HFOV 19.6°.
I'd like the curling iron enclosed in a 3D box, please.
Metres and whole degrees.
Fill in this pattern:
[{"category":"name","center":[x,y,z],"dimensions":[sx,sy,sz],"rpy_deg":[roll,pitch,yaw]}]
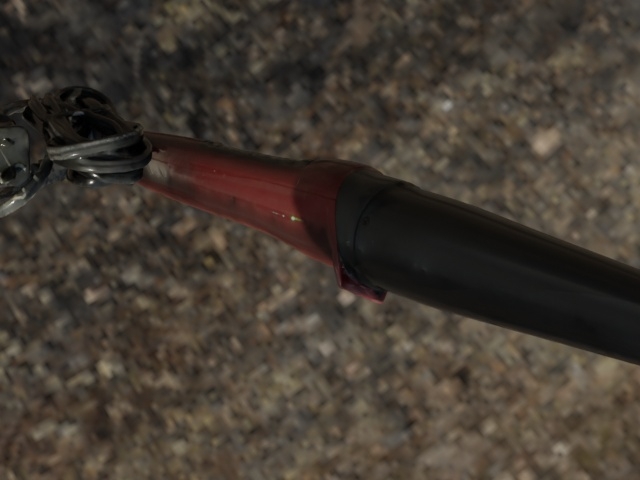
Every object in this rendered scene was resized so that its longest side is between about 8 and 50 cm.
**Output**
[{"category":"curling iron","center":[0.000,0.000,0.495],"dimensions":[0.068,0.274,0.035],"rpy_deg":[-20,118,-43]}]
